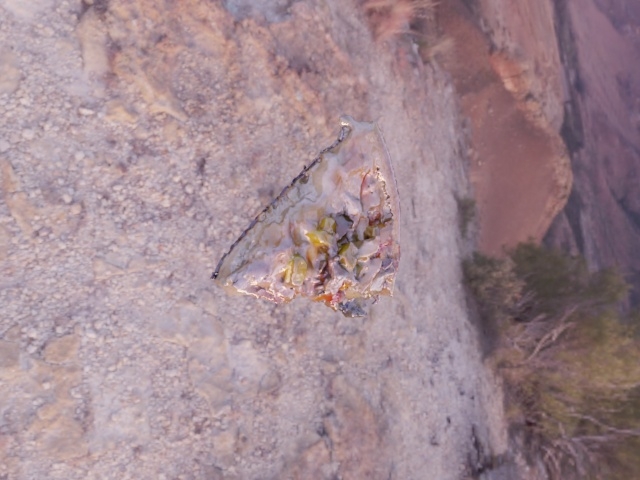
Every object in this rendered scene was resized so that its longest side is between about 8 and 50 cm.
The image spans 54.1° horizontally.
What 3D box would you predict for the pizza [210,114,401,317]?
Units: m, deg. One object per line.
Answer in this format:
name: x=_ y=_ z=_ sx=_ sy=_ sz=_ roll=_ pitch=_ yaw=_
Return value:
pizza: x=0.000 y=0.000 z=0.521 sx=0.195 sy=0.052 sz=0.185 roll=-25 pitch=116 yaw=-34
